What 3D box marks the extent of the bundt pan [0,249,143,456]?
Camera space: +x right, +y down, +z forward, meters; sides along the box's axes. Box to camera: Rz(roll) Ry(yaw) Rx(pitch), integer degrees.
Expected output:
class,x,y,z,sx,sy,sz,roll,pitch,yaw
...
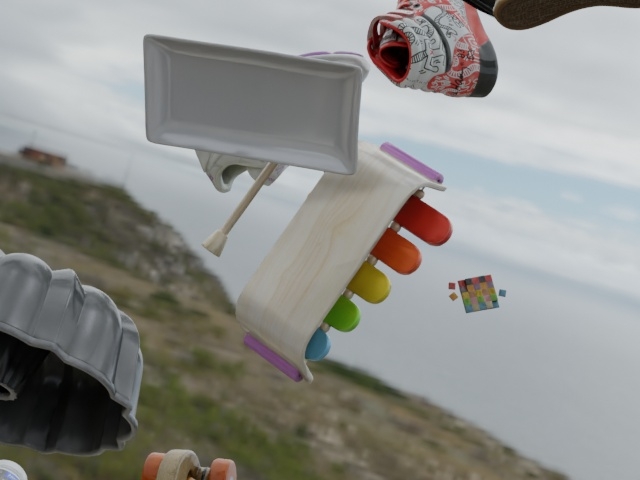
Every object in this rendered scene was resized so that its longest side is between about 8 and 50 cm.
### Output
class,x,y,z,sx,sy,sz,roll,pitch,yaw
bundt pan,-0.347,0.115,1.606,0.331,0.124,0.331,11,-31,7

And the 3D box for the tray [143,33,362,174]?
class,x,y,z,sx,sy,sz,roll,pitch,yaw
tray,-0.081,-0.166,1.712,0.270,0.145,0.030,10,30,13

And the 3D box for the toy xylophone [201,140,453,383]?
class,x,y,z,sx,sy,sz,roll,pitch,yaw
toy xylophone,0.000,0.000,1.773,0.236,0.322,0.081,43,2,30

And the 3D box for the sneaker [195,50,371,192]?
class,x,y,z,sx,sy,sz,roll,pitch,yaw
sneaker,-0.048,-0.168,2.038,0.305,0.152,0.114,-24,-13,28

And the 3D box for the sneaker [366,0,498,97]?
class,x,y,z,sx,sy,sz,roll,pitch,yaw
sneaker,0.122,-0.296,1.860,0.145,0.090,0.270,1,51,-26

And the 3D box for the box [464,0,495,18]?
class,x,y,z,sx,sy,sz,roll,pitch,yaw
box,0.191,-0.361,1.618,0.147,0.180,0.077,24,9,-39

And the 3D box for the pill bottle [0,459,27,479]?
class,x,y,z,sx,sy,sz,roll,pitch,yaw
pill bottle,-0.454,0.362,1.981,0.078,0.078,0.137,16,17,-2

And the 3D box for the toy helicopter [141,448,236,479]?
class,x,y,z,sx,sy,sz,roll,pitch,yaw
toy helicopter,-0.233,0.504,2.223,0.140,0.355,0.235,4,0,10

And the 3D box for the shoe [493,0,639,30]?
class,x,y,z,sx,sy,sz,roll,pitch,yaw
shoe,0.270,-0.258,1.368,0.219,0.058,0.076,-9,-39,23

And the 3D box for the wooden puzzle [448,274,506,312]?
class,x,y,z,sx,sy,sz,roll,pitch,yaw
wooden puzzle,0.222,0.075,2.016,0.083,0.049,0.006,-10,-19,-11
